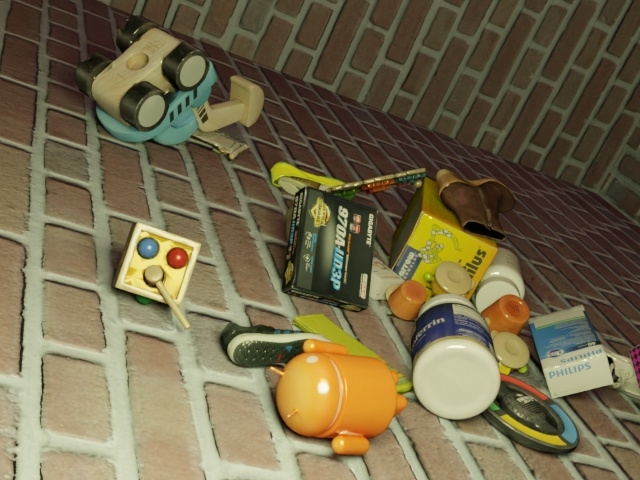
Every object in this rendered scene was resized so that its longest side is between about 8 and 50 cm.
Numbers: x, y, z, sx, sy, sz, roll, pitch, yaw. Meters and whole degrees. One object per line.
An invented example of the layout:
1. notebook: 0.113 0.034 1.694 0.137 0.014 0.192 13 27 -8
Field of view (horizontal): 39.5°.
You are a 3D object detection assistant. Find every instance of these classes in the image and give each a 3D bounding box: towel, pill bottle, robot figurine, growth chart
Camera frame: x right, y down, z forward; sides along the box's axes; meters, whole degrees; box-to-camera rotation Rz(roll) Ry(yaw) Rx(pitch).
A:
1. towel: 0.060 0.206 1.617 0.237 0.021 0.102 35 16 28
2. pill bottle: 0.425 0.109 2.150 0.131 0.131 0.229 26 19 1
3. pill bottle: 0.243 0.203 1.647 0.153 0.153 0.265 25 18 -3
4. robot figurine: 0.027 0.234 1.336 0.219 0.158 0.128 11 -5 -36
5. growth chart: -0.309 -0.286 2.406 0.237 0.021 0.172 25 19 8

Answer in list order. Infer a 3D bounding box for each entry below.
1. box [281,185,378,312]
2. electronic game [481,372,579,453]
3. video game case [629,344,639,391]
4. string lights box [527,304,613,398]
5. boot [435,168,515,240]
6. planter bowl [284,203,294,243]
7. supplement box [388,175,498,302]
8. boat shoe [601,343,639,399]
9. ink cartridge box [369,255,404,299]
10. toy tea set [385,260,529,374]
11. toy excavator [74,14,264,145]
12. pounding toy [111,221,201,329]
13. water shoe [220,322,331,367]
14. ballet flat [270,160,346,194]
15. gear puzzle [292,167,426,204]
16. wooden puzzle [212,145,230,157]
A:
1. box: 0.021 0.019 1.794 0.175 0.220 0.051 17 -23 -24
2. electronic game: 0.381 0.319 1.677 0.229 0.048 0.229 22 20 -8
3. video game case: 0.786 0.356 1.945 0.210 0.042 0.232 18 49 -24
4. string lights box: 0.540 0.237 1.948 0.133 0.077 0.260 -16 17 11
5. boot: 0.385 -0.063 2.074 0.248 0.090 0.207 16 34 -30
6. planter bowl: 0.000 0.000 1.901 0.162 0.162 0.109 19 47 -18
7. supplement box: 0.292 0.005 2.160 0.195 0.194 0.356 26 20 -1
8. boat shoe: 0.671 0.304 2.041 0.258 0.095 0.084 24 24 23
9. ink cartridge box: 0.111 0.076 1.963 0.088 0.052 0.122 2 32 -50
10. toy tea set: 0.299 0.169 1.927 0.336 0.124 0.200 29 49 0
11. toy excavator: -0.349 -0.359 2.257 0.222 0.433 0.445 32 -22 25
12. pounding toy: -0.261 0.057 1.449 0.130 0.141 0.100 20 -8 -17
13. water shoe: -0.068 0.166 1.474 0.203 0.073 0.080 12 21 -37
14. ballet flat: -0.025 -0.135 2.334 0.231 0.077 0.077 20 41 -8
15. gear puzzle: 0.096 -0.123 2.232 0.338 0.044 0.175 -12 0 -3
16. wooden puzzle: -0.264 -0.241 2.384 0.049 0.006 0.083 21 19 -13
